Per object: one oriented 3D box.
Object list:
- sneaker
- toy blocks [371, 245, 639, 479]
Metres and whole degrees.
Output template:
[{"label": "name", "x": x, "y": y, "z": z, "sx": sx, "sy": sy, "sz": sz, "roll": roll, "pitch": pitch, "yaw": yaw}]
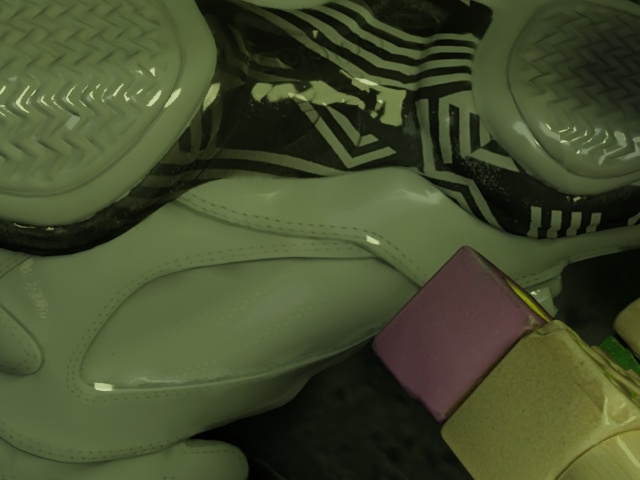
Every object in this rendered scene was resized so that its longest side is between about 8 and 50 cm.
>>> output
[{"label": "sneaker", "x": 0.000, "y": 0.000, "z": 0.636, "sx": 0.366, "sy": 0.137, "sz": 0.210, "roll": 1, "pitch": 132, "yaw": -16}, {"label": "toy blocks", "x": 0.170, "y": 0.118, "z": 0.510, "sx": 0.309, "sy": 0.288, "sz": 0.260, "roll": -50, "pitch": 44, "yaw": 11}]
